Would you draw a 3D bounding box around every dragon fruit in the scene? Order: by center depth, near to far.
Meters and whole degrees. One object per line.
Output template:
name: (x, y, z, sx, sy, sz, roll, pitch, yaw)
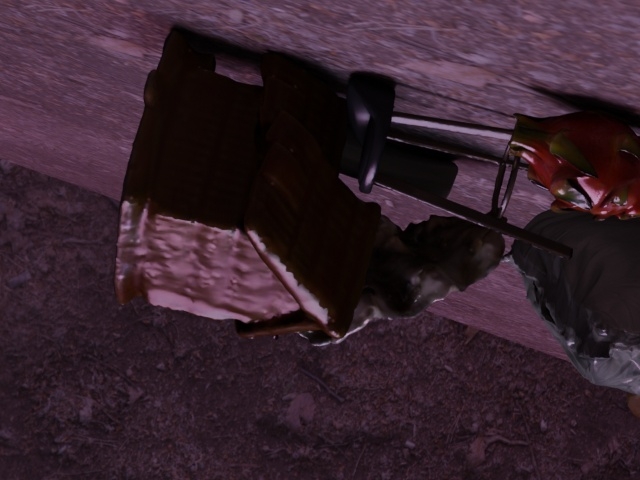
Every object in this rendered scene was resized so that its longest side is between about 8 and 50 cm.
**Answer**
dragon fruit: (0.193, -0.059, 1.194, 0.116, 0.081, 0.086, 20, 173, 7)

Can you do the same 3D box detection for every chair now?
chair: (0.117, -0.061, 1.347, 0.221, 0.095, 0.104, 18, 163, -1)

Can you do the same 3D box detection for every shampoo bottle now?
shampoo bottle: (0.030, -0.089, 1.598, 0.212, 0.049, 0.072, 17, -176, -14)

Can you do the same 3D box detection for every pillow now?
pillow: (0.323, 0.054, 1.408, 0.283, 0.138, 0.310, 5, -167, -10)

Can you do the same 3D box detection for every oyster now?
oyster: (0.000, -0.002, 1.571, 0.238, 0.115, 0.351, -27, -140, -38)

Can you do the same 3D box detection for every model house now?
model house: (-0.059, -0.037, 1.411, 0.229, 0.199, 0.219, 17, 156, -1)

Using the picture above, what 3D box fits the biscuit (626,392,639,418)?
biscuit: (0.498, 0.212, 1.616, 0.368, 0.076, 0.394, -3, 144, 36)
